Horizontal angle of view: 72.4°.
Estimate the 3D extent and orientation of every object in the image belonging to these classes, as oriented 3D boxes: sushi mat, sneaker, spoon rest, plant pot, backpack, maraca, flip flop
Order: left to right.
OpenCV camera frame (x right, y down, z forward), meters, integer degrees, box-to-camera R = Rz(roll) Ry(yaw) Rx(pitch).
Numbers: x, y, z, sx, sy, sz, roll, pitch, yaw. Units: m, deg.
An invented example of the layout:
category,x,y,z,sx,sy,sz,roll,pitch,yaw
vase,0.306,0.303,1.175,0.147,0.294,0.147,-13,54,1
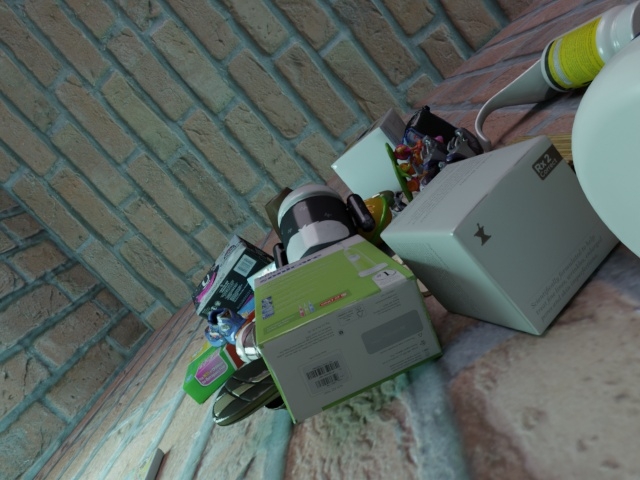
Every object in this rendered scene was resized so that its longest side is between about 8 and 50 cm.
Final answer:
category,x,y,z,sx,sy,sz,roll,pitch,yaw
sneaker,-0.241,0.205,1.083,0.083,0.087,0.221,-49,13,-35
flip flop,-0.048,0.227,0.721,0.276,0.080,0.112,-28,19,-13
sneaker,-0.058,0.161,0.986,0.162,0.106,0.281,-14,35,49
plant pot,-0.083,-0.070,1.555,0.215,0.230,0.215,-41,11,9
maraca,0.114,-0.021,1.056,0.127,0.099,0.186,-21,48,68
sneaker,0.135,-0.062,1.242,0.192,0.064,0.086,-31,32,17
backpack,0.295,-0.264,1.207,0.117,0.158,0.173,-59,-1,-11
spoon rest,0.458,-0.328,1.000,0.276,0.084,0.137,-43,-28,4
sushi mat,0.359,-0.140,0.774,0.151,0.019,0.316,-34,10,8

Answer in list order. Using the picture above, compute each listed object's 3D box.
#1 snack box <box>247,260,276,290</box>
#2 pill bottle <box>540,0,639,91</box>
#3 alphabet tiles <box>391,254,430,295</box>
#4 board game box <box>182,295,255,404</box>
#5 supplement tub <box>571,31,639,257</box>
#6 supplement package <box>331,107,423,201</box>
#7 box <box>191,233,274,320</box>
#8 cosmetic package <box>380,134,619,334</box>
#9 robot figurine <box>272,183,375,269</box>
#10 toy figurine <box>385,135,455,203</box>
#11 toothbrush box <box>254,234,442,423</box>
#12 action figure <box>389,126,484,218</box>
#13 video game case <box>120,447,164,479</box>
category,x,y,z,sx,sy,sz,roll,pitch,yaw
snack box,-0.050,0.038,1.286,0.187,0.060,0.322,-32,1,37
pill bottle,0.539,-0.368,0.834,0.119,0.119,0.208,-43,11,-6
alphabet tiles,0.227,-0.007,0.792,0.284,0.021,0.278,-39,12,14
board game box,-0.226,0.267,1.197,0.316,0.064,0.242,-44,11,-7
supplement tub,0.347,-0.117,0.254,0.316,0.228,0.228,-43,11,-3
supplement package,0.197,-0.264,1.411,0.199,0.198,0.263,-35,13,30
box,-0.261,0.133,1.363,0.247,0.163,0.142,-55,30,1
cosmetic package,0.202,-0.005,0.528,0.151,0.151,0.183,-45,11,-10
robot figurine,0.003,0.000,0.986,0.174,0.208,0.278,100,157,-46
toy figurine,0.266,-0.199,1.089,0.159,0.173,0.130,-24,-1,19
toothbrush box,0.018,0.104,0.653,0.206,0.122,0.283,-24,15,-5
action figure,0.222,-0.105,0.858,0.185,0.099,0.285,-24,28,49
video game case,-0.420,0.554,0.873,0.206,0.026,0.227,-42,11,1
